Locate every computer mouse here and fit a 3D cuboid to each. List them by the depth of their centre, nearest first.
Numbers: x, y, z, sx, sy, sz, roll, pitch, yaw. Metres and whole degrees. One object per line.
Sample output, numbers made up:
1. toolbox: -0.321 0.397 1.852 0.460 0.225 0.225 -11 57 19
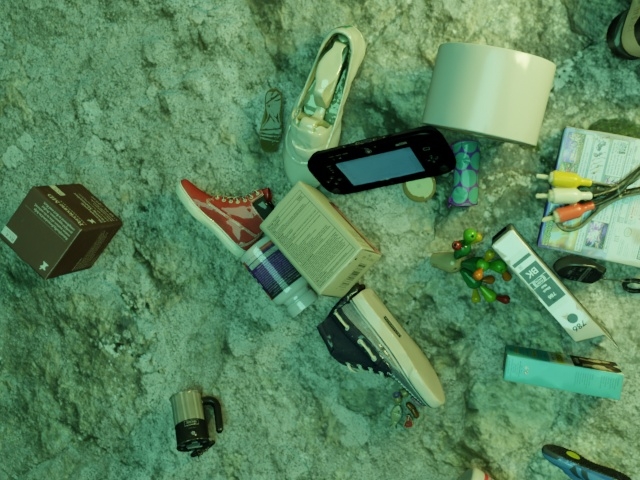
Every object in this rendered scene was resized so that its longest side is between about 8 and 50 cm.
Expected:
1. computer mouse: 0.629 0.071 1.494 0.242 0.071 0.041 13 57 -1

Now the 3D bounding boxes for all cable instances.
1. cable: 0.595 -0.092 1.419 0.287 0.072 0.139 -7 99 15

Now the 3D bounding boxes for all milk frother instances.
1. milk frother: -0.327 0.476 1.762 0.143 0.129 0.134 -51 44 41

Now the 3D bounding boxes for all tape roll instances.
1. tape roll: 0.348 -0.302 1.431 0.246 0.246 0.169 14 98 12

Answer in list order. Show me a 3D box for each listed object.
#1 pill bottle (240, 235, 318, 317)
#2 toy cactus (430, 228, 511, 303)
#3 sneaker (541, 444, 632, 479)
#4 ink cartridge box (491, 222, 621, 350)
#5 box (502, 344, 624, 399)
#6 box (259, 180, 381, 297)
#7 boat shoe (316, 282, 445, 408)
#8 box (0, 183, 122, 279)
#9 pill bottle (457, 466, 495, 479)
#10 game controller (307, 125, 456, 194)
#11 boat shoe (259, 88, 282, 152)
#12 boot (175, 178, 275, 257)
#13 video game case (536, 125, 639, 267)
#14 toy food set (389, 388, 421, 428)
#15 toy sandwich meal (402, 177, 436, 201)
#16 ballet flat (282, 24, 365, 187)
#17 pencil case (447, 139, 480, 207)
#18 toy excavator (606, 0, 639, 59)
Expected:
1. pill bottle: -0.095 0.087 1.651 0.108 0.108 0.193 -40 86 14
2. toy cactus: 0.330 0.063 1.539 0.181 0.219 0.112 7 57 41
3. sneaker: 0.596 0.538 1.553 0.209 0.069 0.082 23 105 10
4. ink cartridge box: 0.500 0.110 1.480 0.065 0.165 0.332 -43 84 14
5. box: 0.534 0.291 1.524 0.244 0.100 0.060 8 97 12
6. box: 0.000 0.000 1.576 0.148 0.127 0.232 -48 65 13
7. boat shoe: 0.137 0.277 1.618 0.158 0.127 0.340 -40 77 19
8. box: -0.648 -0.027 1.724 0.168 0.203 0.167 42 103 6
9. pill bottle: 0.437 0.677 1.551 0.319 0.176 0.176 33 103 8
10. game controller: 0.134 -0.174 1.524 0.319 0.166 0.067 -11 68 25
11. boat shoe: -0.117 -0.290 1.653 0.056 0.048 0.153 3 104 1
12. boot: -0.221 -0.101 1.675 0.244 0.088 0.176 43 103 -2
13. video game case: 0.621 -0.092 1.481 0.244 0.061 0.269 13 99 12
14. toy food set: 0.210 0.403 1.656 0.078 0.019 0.122 7 98 13
15. toy sandwich meal: 0.231 -0.131 1.590 0.086 0.029 0.085 3 100 15
16. ballet flat: -0.007 -0.306 1.576 0.139 0.139 0.400 22 101 11
17. pencil case: 0.324 -0.150 1.546 0.070 0.064 0.151 -1 96 -2
18. toy excavator: 0.812 -0.369 1.345 0.445 0.222 0.432 15 101 3
